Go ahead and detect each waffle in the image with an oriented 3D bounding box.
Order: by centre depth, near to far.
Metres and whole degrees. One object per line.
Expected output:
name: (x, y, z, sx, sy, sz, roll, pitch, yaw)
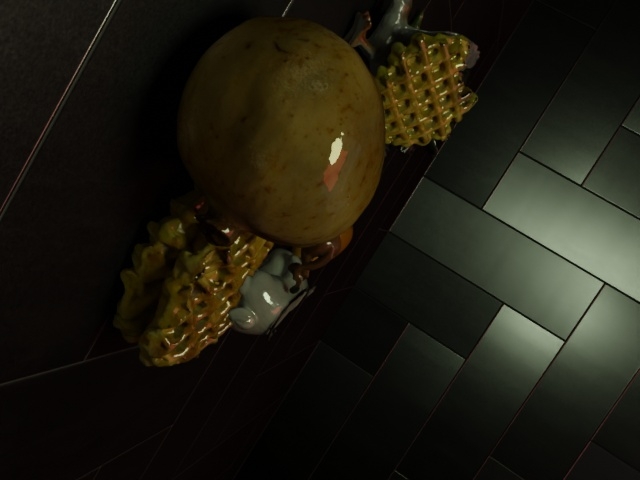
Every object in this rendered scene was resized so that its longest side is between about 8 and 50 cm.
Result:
waffle: (-0.185, 0.044, 1.001, 0.324, 0.151, 0.261, -62, 171, 14)
waffle: (0.202, -0.289, 1.241, 0.291, 0.051, 0.291, -15, 142, -12)

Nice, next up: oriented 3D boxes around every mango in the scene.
mango: (0.000, 0.000, 1.721, 0.219, 0.112, 0.144, -33, 156, -36)

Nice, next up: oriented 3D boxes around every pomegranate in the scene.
pomegranate: (-0.043, -0.140, 0.813, 0.307, 0.307, 0.307, -53, 168, -17)

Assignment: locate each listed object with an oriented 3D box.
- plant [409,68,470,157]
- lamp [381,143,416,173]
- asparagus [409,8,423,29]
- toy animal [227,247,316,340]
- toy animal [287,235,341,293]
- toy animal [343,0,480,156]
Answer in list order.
plant: (0.260, -0.355, 1.657, 0.188, 0.199, 0.276, -31, 148, -52)
lamp: (0.132, -0.237, 1.479, 0.227, 0.172, 0.147, -56, 166, 1)
asparagus: (0.214, -0.494, 1.483, 0.108, 0.025, 0.021, -58, 158, 3)
toy animal: (-0.115, 0.115, 1.442, 0.208, 0.154, 0.325, -51, 173, 2)
toy animal: (-0.013, -0.057, 1.300, 0.097, 0.312, 0.158, -4, 171, -32)
toy animal: (0.119, -0.344, 1.269, 0.302, 0.225, 0.284, 20, 105, -55)
